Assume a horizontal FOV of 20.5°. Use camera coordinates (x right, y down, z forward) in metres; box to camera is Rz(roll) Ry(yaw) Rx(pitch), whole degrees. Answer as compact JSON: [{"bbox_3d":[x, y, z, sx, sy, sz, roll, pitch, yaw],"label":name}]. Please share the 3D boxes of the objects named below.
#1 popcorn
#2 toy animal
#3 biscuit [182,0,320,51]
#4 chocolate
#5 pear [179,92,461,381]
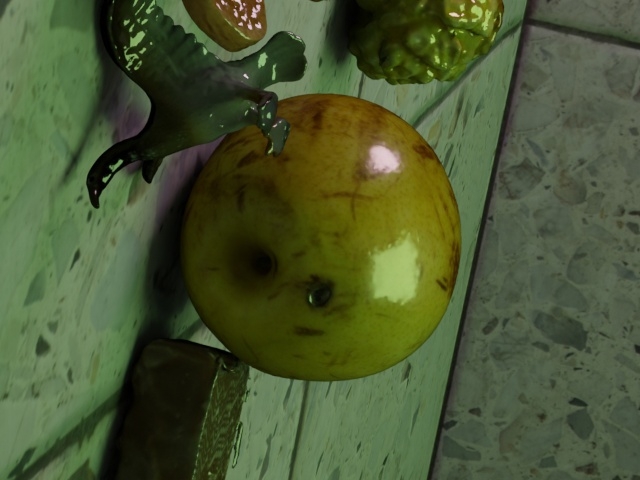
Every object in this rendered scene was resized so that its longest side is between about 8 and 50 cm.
[{"bbox_3d":[0.111,-0.276,2.052,0.169,0.218,0.189,-5,95,-30],"label":"popcorn"},{"bbox_3d":[-0.106,-0.104,1.360,0.272,0.160,0.197,76,24,-47],"label":"toy animal"},{"bbox_3d":[-0.055,-0.266,1.378,0.205,0.049,0.324,55,37,-15],"label":"biscuit"},{"bbox_3d":[-0.138,0.201,1.656,0.148,0.093,0.214,29,75,-76],"label":"chocolate"},{"bbox_3d":[0.000,0.000,1.650,0.281,0.280,0.281,15,90,-77],"label":"pear"}]
